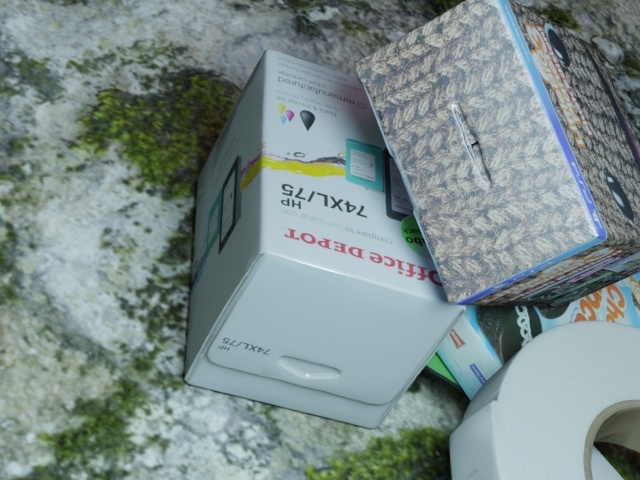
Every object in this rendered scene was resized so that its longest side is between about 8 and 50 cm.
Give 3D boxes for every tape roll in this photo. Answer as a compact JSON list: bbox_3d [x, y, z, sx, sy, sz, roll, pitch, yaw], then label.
[{"bbox_3d":[0.295,0.246,1.242,0.392,0.072,0.392,20,45,-21],"label":"tape roll"}]

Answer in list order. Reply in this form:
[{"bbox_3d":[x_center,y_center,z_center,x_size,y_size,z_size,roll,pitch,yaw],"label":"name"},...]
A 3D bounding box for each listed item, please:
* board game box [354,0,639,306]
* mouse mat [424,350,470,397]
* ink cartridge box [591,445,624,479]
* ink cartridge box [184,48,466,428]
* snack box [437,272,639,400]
[{"bbox_3d":[0.191,-0.071,1.290,0.291,0.141,0.232,5,62,-62],"label":"board game box"},{"bbox_3d":[0.148,0.099,1.416,0.190,0.007,0.152,36,36,-32],"label":"mouse mat"},{"bbox_3d":[0.248,0.348,1.240,0.261,0.066,0.296,-21,62,-43],"label":"ink cartridge box"},{"bbox_3d":[0.000,0.000,1.332,0.198,0.197,0.270,16,44,-18],"label":"ink cartridge box"},{"bbox_3d":[0.235,0.073,1.455,0.187,0.060,0.322,54,39,-3],"label":"snack box"}]
